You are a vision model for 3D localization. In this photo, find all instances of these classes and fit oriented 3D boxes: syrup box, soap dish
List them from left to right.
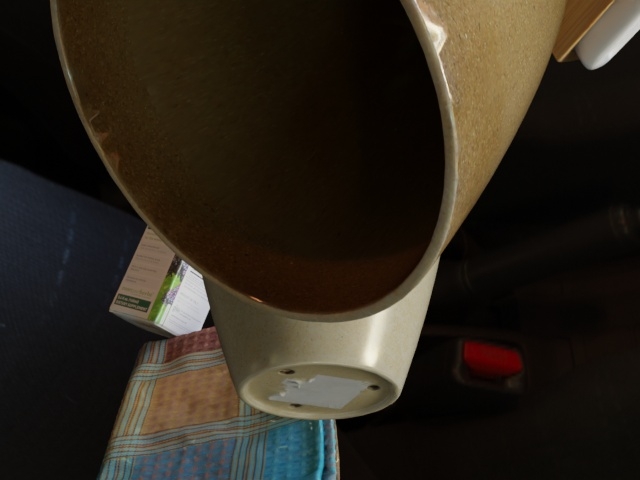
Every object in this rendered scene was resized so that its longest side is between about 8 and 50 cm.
[{"bbox_3d":[-0.188,0.014,1.225,0.093,0.096,0.237,11,72,34],"label":"syrup box"},{"bbox_3d":[0.371,-0.338,1.017,0.118,0.229,0.291,44,115,8],"label":"soap dish"}]

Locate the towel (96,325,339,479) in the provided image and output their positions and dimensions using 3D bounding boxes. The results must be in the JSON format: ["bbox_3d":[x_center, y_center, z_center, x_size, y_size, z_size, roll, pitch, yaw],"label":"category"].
[{"bbox_3d":[-0.116,0.196,1.006,0.271,0.040,0.370,-14,26,6],"label":"towel"}]

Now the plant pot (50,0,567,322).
[{"bbox_3d":[0.029,-0.123,0.480,0.237,0.237,0.254,27,45,24],"label":"plant pot"}]

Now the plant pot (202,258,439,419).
[{"bbox_3d":[0.000,0.000,0.741,0.256,0.256,0.274,-6,60,9],"label":"plant pot"}]
